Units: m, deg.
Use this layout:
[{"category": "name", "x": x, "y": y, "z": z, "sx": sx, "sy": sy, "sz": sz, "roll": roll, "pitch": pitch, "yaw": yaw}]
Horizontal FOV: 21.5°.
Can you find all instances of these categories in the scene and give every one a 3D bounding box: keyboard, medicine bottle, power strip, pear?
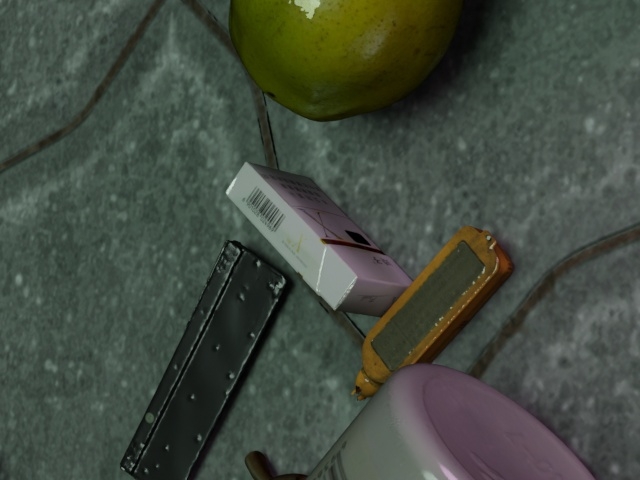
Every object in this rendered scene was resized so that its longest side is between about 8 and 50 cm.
[{"category": "keyboard", "x": -0.098, "y": 0.115, "z": 1.442, "sx": 0.072, "sy": 0.023, "sz": 0.231, "roll": 33, "pitch": 103, "yaw": 29}, {"category": "medicine bottle", "x": 0.036, "y": 0.273, "z": 1.192, "sx": 0.340, "sy": 0.208, "sz": 0.208, "roll": -52, "pitch": 56, "yaw": 19}, {"category": "power strip", "x": 0.082, "y": 0.061, "z": 1.306, "sx": 0.178, "sy": 0.028, "sz": 0.049, "roll": -50, "pitch": 57, "yaw": 20}, {"category": "pear", "x": 0.017, "y": -0.192, "z": 1.301, "sx": 0.198, "sy": 0.198, "sz": 0.198, "roll": -7, "pitch": 78, "yaw": 37}]

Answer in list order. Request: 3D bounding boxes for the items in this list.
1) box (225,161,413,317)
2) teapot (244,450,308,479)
[{"category": "box", "x": 0.000, "y": 0.000, "z": 1.344, "sx": 0.154, "sy": 0.084, "sz": 0.040, "roll": 45, "pitch": 108, "yaw": 34}, {"category": "teapot", "x": -0.042, "y": 0.205, "z": 1.351, "sx": 0.080, "sy": 0.085, "sz": 0.110, "roll": -40, "pitch": 41, "yaw": 24}]
